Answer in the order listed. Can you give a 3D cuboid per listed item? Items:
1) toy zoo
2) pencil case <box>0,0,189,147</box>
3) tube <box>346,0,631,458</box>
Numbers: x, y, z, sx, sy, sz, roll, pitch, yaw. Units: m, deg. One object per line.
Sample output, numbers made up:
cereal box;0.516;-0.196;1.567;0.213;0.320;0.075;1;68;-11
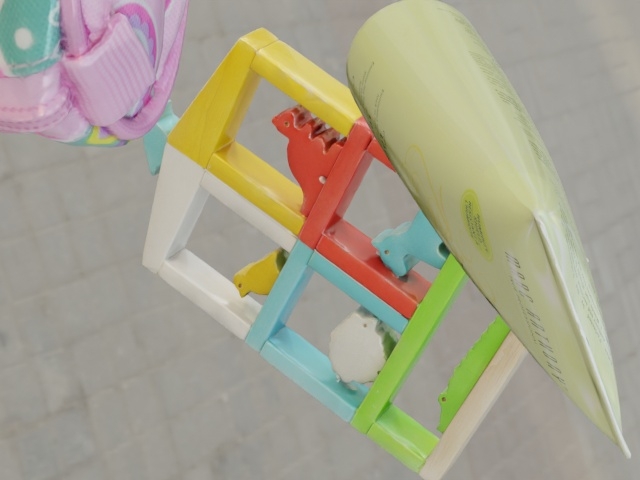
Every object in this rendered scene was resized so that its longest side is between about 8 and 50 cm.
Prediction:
toy zoo;0.000;0.000;0.948;0.293;0.192;0.030;37;36;12
pencil case;-0.178;-0.085;0.400;0.124;0.284;0.124;3;90;-84
tube;0.058;-0.023;0.551;0.070;0.062;0.240;20;22;-21
